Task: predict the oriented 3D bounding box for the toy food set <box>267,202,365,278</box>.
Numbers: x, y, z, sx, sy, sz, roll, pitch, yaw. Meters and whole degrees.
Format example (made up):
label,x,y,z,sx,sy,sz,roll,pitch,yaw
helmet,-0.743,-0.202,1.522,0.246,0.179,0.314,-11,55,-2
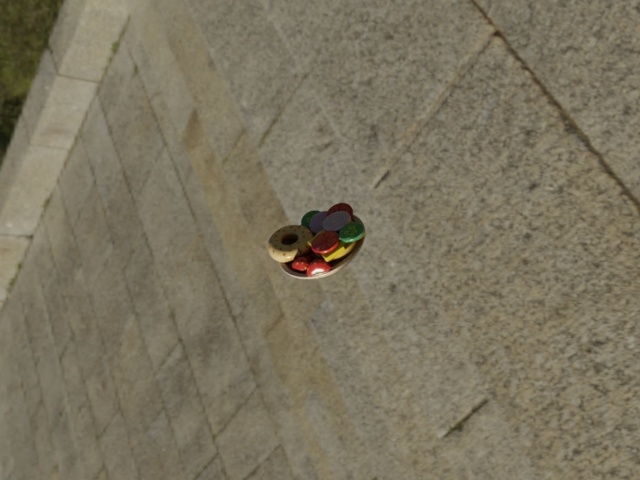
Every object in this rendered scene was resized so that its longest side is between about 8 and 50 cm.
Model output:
label,x,y,z,sx,sy,sz,roll,pitch,yaw
toy food set,0.000,0.000,0.671,0.083,0.083,0.020,41,163,52
